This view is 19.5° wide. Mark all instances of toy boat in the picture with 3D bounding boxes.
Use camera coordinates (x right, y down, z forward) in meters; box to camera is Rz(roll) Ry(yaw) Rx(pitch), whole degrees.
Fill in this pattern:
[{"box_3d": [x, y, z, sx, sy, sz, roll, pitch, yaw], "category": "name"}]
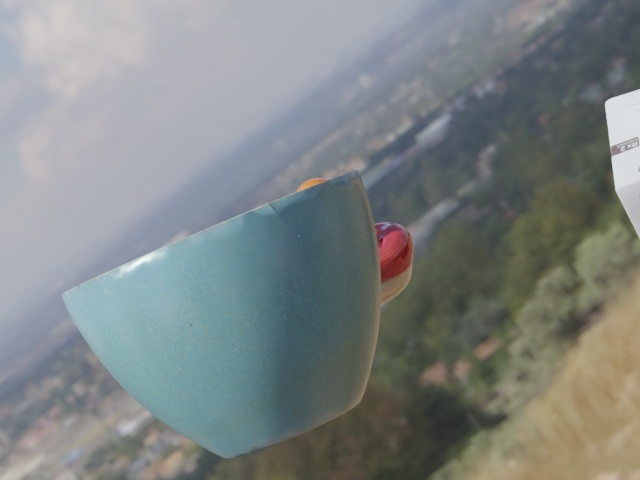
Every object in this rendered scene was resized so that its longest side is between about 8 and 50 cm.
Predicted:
[{"box_3d": [0.000, 0.000, 2.237, 0.231, 0.151, 0.151, -3, 11, -22], "category": "toy boat"}]

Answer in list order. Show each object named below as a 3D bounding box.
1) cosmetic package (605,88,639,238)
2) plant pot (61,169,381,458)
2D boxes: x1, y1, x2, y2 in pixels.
[{"box_3d": [0.453, -0.091, 2.305, 0.151, 0.151, 0.184, -20, 36, 19], "category": "cosmetic package"}, {"box_3d": [-0.063, 0.082, 1.677, 0.290, 0.195, 0.290, -22, 0, 0], "category": "plant pot"}]
